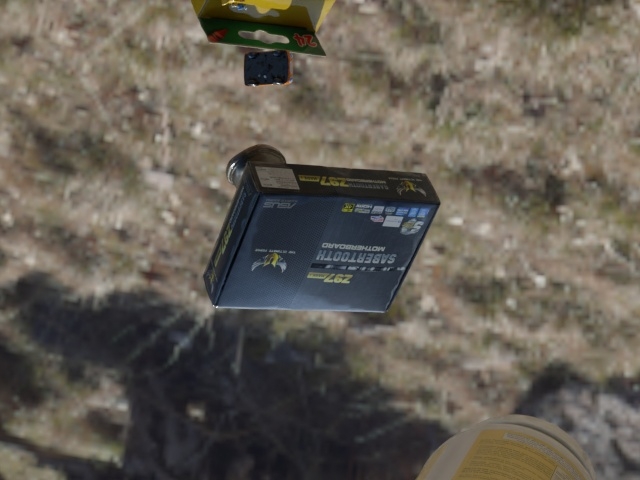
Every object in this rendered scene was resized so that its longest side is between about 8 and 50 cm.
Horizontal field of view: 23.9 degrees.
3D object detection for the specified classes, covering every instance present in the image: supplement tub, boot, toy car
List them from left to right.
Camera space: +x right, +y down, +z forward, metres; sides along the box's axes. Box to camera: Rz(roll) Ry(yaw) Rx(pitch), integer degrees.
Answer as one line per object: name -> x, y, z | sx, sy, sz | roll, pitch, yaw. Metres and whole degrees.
toy car -> -0.054, -0.203, 1.480 | 0.060, 0.122, 0.040 | -21, 168, 35
boot -> -0.060, -0.050, 1.999 | 0.082, 0.106, 0.219 | -30, 161, 2
supplement tub -> 0.208, 0.365, 1.822 | 0.241, 0.331, 0.241 | 6, 108, 19

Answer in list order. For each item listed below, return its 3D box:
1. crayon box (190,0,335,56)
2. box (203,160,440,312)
crayon box -> -0.105, -0.413, 2.192 | 0.202, 0.318, 0.081 | 1, 142, -33
box -> 0.000, 0.000, 1.747 | 0.232, 0.059, 0.183 | 4, 132, -25
